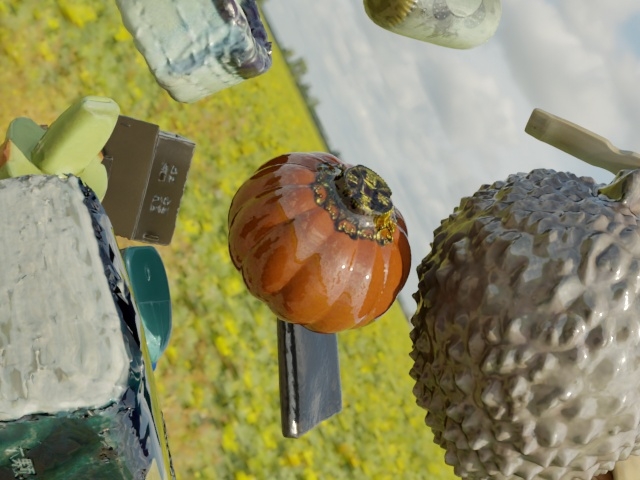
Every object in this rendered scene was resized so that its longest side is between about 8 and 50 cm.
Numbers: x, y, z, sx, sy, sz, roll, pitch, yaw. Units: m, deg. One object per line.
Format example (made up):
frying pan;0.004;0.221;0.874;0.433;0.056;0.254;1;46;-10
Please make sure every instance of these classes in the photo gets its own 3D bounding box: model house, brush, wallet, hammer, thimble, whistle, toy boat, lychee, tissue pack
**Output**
model house;-0.348;-0.112;1.803;0.248;0.180;0.176;14;4;-29
brush;0.462;-0.109;1.813;0.321;0.050;0.060;27;-36;10
wallet;-0.024;0.092;1.576;0.170;0.044;0.321;-14;100;-67
hammer;0.117;-0.397;1.594;0.202;0.113;0.305;8;51;-43
thimble;-0.162;-0.289;1.506;0.237;0.150;0.237;61;12;-22
whistle;-0.287;-0.056;1.192;0.131;0.288;0.106;0;57;-41
toy boat;-0.250;0.099;1.554;0.091;0.110;0.175;-2;76;-48
lychee;0.278;0.102;1.401;0.380;0.432;0.380;25;16;-8
tissue pack;-0.264;0.186;1.044;0.416;0.253;0.264;88;-13;-46

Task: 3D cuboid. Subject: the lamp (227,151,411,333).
lamp;0.000;0.000;1.333;0.223;0.196;0.223;25;39;-22

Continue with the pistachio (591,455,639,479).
pistachio;0.381;0.379;1.515;0.214;0.194;0.318;65;15;-47
